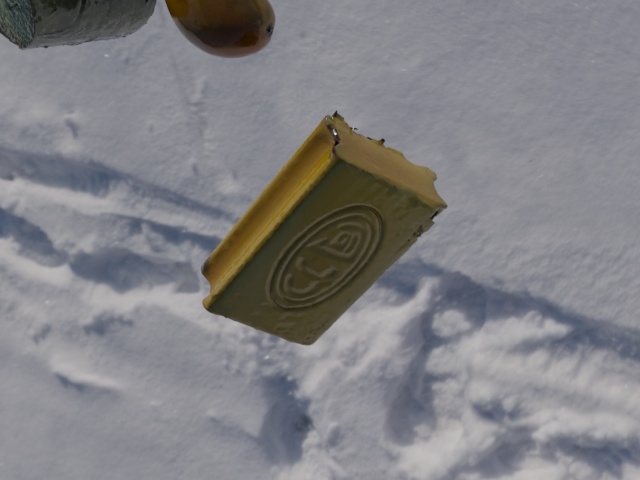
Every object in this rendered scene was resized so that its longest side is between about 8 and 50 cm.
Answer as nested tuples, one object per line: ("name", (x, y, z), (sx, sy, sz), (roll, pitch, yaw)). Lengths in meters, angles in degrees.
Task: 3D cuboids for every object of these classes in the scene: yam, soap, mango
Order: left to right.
("yam", (-0.408, -0.397, 1.213), (0.168, 0.304, 0.168), (10, 113, 25))
("mango", (-0.178, -0.380, 1.166), (0.253, 0.113, 0.138), (46, 118, 6))
("soap", (0.000, 0.000, 1.037), (0.324, 0.204, 0.096), (-48, 34, 30))
